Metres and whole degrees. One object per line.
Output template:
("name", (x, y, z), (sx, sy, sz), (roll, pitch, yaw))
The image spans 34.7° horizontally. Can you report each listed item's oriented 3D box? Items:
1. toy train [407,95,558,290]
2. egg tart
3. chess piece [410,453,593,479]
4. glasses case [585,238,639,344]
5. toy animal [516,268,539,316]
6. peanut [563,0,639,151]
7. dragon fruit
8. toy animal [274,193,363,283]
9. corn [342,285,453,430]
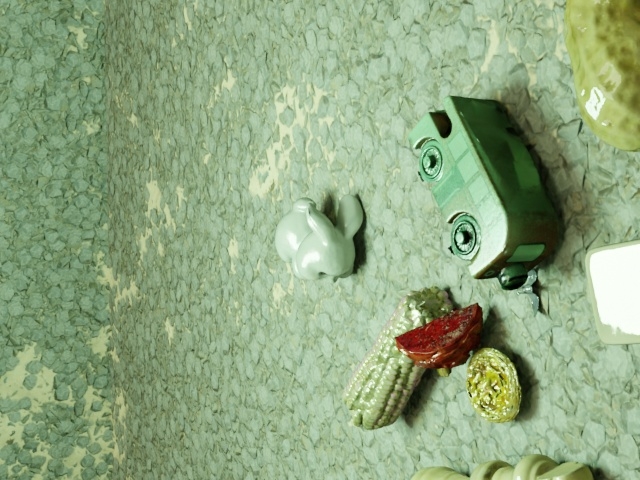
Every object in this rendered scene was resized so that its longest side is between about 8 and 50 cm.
("toy train", (0.260, -0.081, 1.612), (0.159, 0.129, 0.326), (-52, 49, 45))
("egg tart", (0.296, 0.241, 1.703), (0.129, 0.049, 0.128), (11, 103, 53))
("chess piece", (0.294, 0.410, 1.686), (0.397, 0.117, 0.117), (-32, 69, 56))
("glasses case", (0.486, 0.054, 1.303), (0.336, 0.076, 0.143), (-14, 83, 60))
("toy animal", (0.327, 0.080, 1.633), (0.050, 0.028, 0.084), (0, 95, 52))
("peanut", (0.396, -0.268, 1.348), (0.147, 0.147, 0.305), (-31, 65, 58))
("dragon fruit", (0.220, 0.186, 1.738), (0.106, 0.162, 0.083), (58, -172, -38))
("toy animal", (-0.005, -0.007, 2.094), (0.193, 0.128, 0.178), (11, 104, 62))
("corn", (0.147, 0.223, 1.898), (0.126, 0.127, 0.335), (61, 140, 33))
